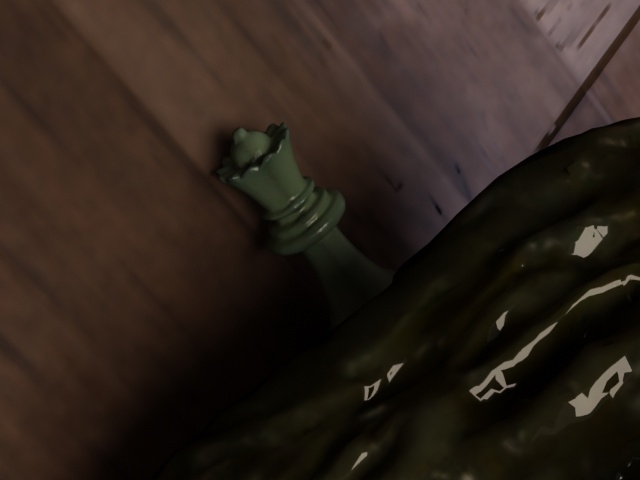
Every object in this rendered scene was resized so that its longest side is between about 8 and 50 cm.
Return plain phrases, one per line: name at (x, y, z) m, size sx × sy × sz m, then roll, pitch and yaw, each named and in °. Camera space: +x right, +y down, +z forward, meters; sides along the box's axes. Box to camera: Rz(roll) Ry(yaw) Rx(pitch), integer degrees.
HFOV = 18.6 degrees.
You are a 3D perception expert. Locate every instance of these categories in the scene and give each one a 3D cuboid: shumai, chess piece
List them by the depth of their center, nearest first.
shumai at (0.091, 0.097, 0.559) m, size 0.256 × 0.218 × 0.189 m, roll -42°, pitch 132°, yaw -9°
chess piece at (0.000, 0.000, 0.622) m, size 0.042 × 0.042 × 0.093 m, roll -46°, pitch 112°, yaw -24°
